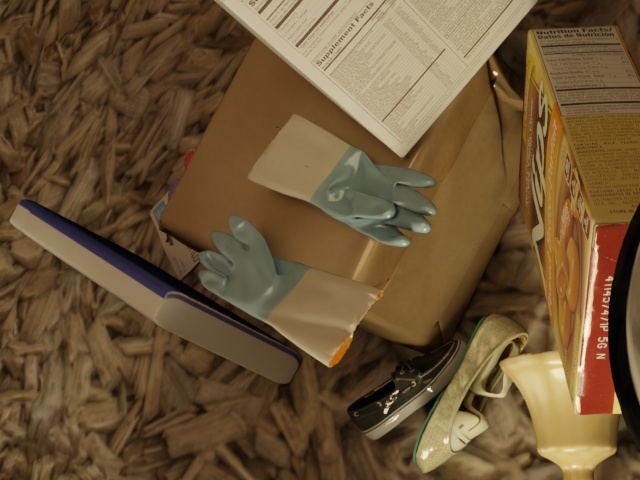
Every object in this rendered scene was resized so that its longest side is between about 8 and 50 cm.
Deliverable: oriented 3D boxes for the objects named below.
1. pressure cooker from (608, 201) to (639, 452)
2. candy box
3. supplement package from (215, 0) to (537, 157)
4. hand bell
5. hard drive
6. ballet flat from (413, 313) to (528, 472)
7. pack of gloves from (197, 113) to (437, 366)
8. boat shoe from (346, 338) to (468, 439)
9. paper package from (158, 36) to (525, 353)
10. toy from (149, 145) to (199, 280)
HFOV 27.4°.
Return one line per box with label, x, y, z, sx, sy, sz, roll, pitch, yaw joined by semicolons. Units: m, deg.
pressure cooker;0.382;0.074;0.790;0.375;0.420;0.370;-50;44;9
candy box;0.229;-0.028;1.081;0.087;0.183;0.316;-2;34;0
supplement package;0.015;-0.250;1.173;0.198;0.262;0.199;-50;44;5
hand bell;0.217;0.220;1.107;0.126;0.126;0.242;-10;73;38
hard drive;-0.189;0.053;1.467;0.318;0.210;0.040;27;87;46
ballet flat;0.143;0.148;1.232;0.052;0.057;0.168;23;85;36
pack of gloves;0.000;0.000;1.222;0.232;0.046;0.195;28;77;43
boat shoe;0.085;0.141;1.284;0.142;0.040;0.049;-43;14;18
paper package;0.034;-0.079;1.370;0.325;0.168;0.309;23;84;47
toy;-0.131;-0.082;1.600;0.237;0.056;0.137;-44;44;15
